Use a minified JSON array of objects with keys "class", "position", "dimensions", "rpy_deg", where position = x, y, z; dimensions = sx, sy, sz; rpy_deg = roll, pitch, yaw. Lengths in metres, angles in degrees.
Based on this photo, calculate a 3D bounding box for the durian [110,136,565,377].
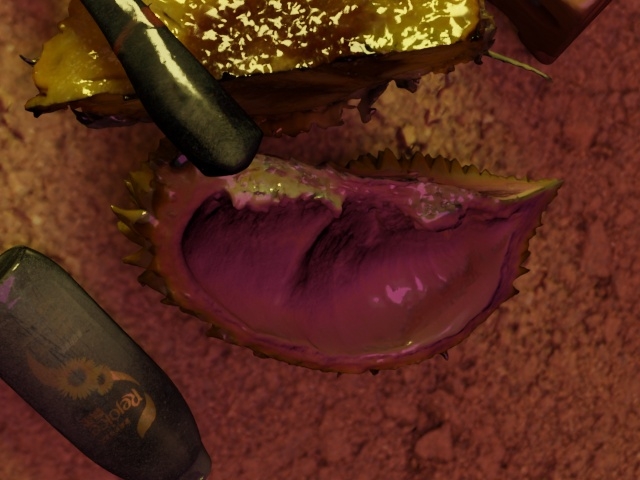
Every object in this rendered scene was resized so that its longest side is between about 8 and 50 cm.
[{"class":"durian","position":[-0.001,0.001,1.056],"dimensions":[0.341,0.112,0.191],"rpy_deg":[4,128,-26]}]

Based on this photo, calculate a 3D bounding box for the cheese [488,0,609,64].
[{"class":"cheese","position":[0.159,-0.246,1.059],"dimensions":[0.177,0.203,0.128],"rpy_deg":[44,90,3]}]

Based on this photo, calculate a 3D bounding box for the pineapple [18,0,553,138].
[{"class":"pineapple","position":[-0.025,-0.161,0.990],"dimensions":[0.334,0.158,0.161],"rpy_deg":[-13,71,12]}]

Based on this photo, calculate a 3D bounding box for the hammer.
[{"class":"hammer","position":[-0.129,-0.156,0.898],"dimensions":[0.137,0.037,0.290],"rpy_deg":[-39,77,-2]}]

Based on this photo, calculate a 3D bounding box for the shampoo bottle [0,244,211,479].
[{"class":"shampoo bottle","position":[-0.168,0.106,1.053],"dimensions":[0.087,0.049,0.234],"rpy_deg":[-42,118,-4]}]
